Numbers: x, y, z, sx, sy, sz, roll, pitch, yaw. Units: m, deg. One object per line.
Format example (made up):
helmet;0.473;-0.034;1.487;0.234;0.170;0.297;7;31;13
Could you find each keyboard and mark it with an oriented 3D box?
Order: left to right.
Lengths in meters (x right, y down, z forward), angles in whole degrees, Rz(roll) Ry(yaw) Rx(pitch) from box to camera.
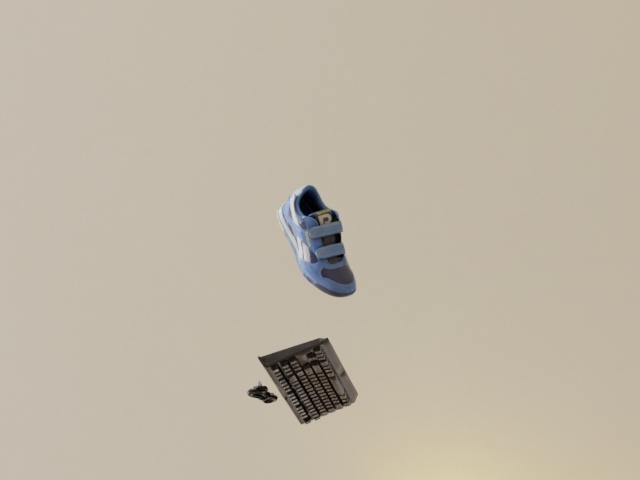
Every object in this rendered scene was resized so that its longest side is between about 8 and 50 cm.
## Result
keyboard;-0.024;0.161;2.083;0.108;0.023;0.180;-18;-29;4

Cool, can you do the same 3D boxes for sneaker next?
sneaker;0.000;0.000;2.158;0.144;0.053;0.059;59;-42;21
